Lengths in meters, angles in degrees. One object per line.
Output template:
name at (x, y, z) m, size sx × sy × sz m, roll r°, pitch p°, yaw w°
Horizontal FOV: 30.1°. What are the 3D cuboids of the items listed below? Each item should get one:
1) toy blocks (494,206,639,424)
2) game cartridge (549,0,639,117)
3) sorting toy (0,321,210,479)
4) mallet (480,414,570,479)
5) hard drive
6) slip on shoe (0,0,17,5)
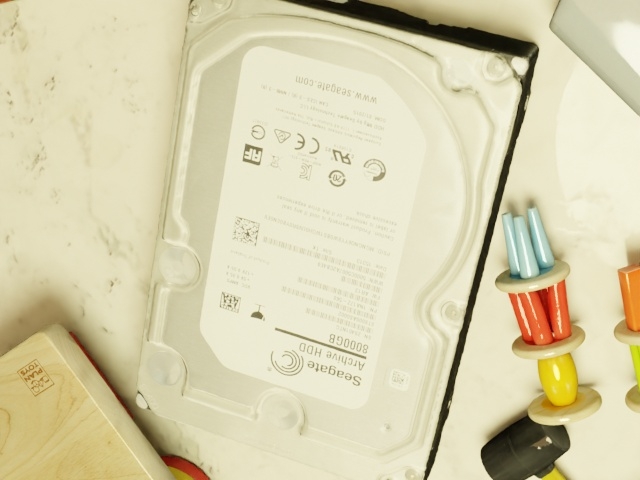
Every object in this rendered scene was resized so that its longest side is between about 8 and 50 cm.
toy blocks at (0.185, 0.045, 0.808) m, size 0.123 × 0.054 × 0.148 m, roll -10°, pitch 105°, yaw 22°
game cartridge at (0.287, -0.183, 0.696) m, size 0.198 × 0.062 × 0.297 m, roll 42°, pitch 116°, yaw -4°
sorting toy at (-0.217, 0.217, 0.983) m, size 0.257 × 0.089 × 0.255 m, roll -32°, pitch 96°, yaw 25°
mallet at (0.205, 0.198, 0.870) m, size 0.189 × 0.039 × 0.062 m, roll 40°, pitch 117°, yaw -3°
hard drive at (0.000, 0.000, 0.850) m, size 0.237 × 0.064 × 0.339 m, roll 17°, pitch 114°, yaw 12°
slip on shoe at (-0.163, -0.227, 0.803) m, size 0.331 × 0.101 × 0.123 m, roll -11°, pitch 103°, yaw 20°
